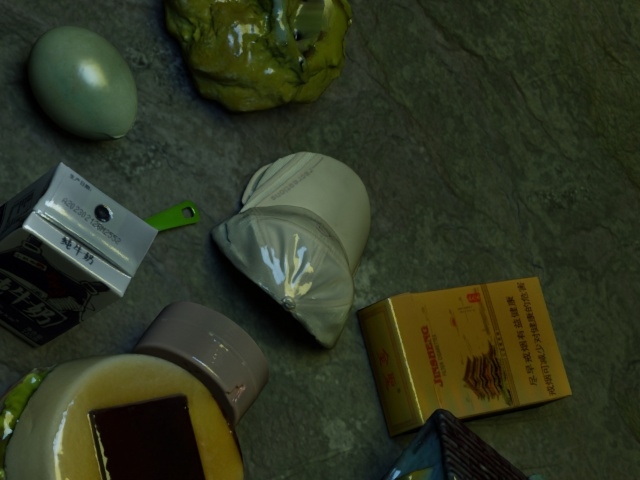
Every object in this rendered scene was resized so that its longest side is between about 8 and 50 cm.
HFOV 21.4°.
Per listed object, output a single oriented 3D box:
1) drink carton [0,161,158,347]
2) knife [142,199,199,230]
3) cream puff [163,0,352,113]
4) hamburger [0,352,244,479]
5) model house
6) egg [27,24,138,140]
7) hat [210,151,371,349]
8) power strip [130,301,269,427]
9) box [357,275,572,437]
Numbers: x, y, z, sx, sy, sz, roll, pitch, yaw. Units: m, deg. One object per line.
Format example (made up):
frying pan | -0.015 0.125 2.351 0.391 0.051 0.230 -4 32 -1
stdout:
drink carton | -0.294 0.018 1.835 0.134 0.222 0.102 39 54 -18
knife | -0.208 -0.013 2.041 0.166 0.022 0.078 -22 91 -38
cream puff | -0.062 -0.299 2.154 0.282 0.185 0.282 12 65 -28
hamburger | -0.226 0.257 1.830 0.302 0.170 0.302 14 66 -36
model house | 0.169 0.351 2.060 0.280 0.230 0.249 42 43 -19
egg | -0.279 -0.184 1.995 0.152 0.114 0.114 52 51 -7
hat | 0.000 0.000 2.114 0.219 0.164 0.226 42 75 -17
power strip | -0.142 0.146 1.946 0.154 0.154 0.078 45 55 -13
box | 0.192 0.149 2.232 0.274 0.076 0.174 -6 75 -37
